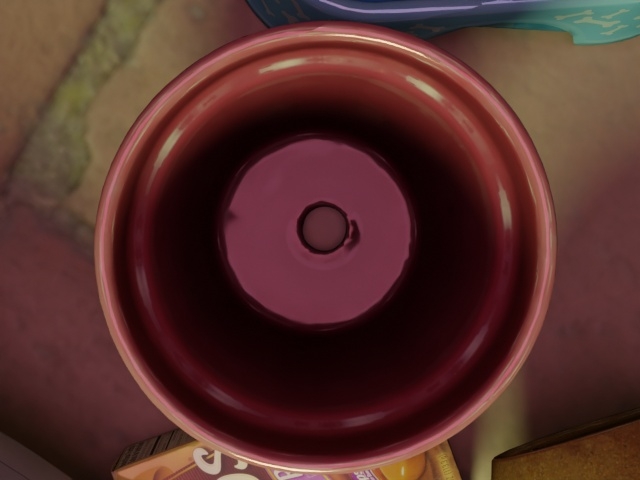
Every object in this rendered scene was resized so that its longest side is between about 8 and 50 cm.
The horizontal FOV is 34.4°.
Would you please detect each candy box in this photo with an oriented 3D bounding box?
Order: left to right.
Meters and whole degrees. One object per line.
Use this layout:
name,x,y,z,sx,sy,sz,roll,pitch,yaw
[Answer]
candy box,-0.014,0.146,0.601,0.187,0.053,0.109,-20,95,1

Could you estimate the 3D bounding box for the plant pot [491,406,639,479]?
plant pot,0.185,0.220,0.540,0.237,0.237,0.254,-18,80,0

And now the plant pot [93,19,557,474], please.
plant pot,0.000,0.000,0.529,0.201,0.180,0.201,0,93,-2

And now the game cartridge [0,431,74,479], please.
game cartridge,-0.182,0.210,0.556,0.294,0.060,0.196,44,111,-12

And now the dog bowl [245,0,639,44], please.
dog bowl,0.092,-0.191,0.574,0.297,0.074,0.165,-4,93,-2
